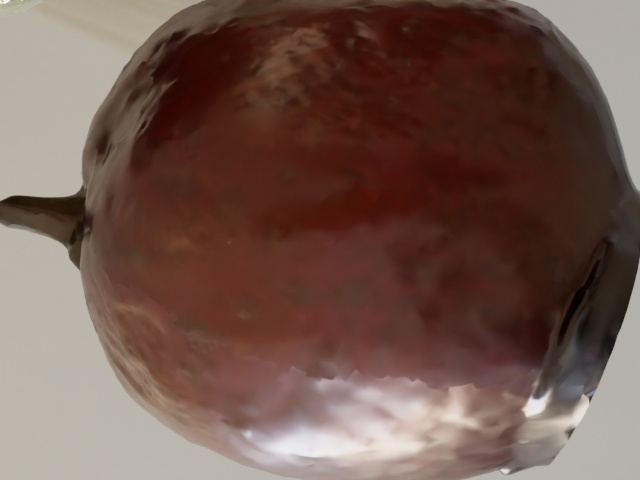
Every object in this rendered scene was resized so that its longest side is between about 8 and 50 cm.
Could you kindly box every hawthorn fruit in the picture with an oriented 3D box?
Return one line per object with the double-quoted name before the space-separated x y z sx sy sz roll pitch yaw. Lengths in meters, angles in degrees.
"hawthorn fruit" 0.000 0.000 0.554 0.215 0.250 0.215 177 90 -82

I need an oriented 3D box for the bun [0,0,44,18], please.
"bun" -0.148 -0.164 0.536 0.164 0.188 0.111 52 -171 -26
